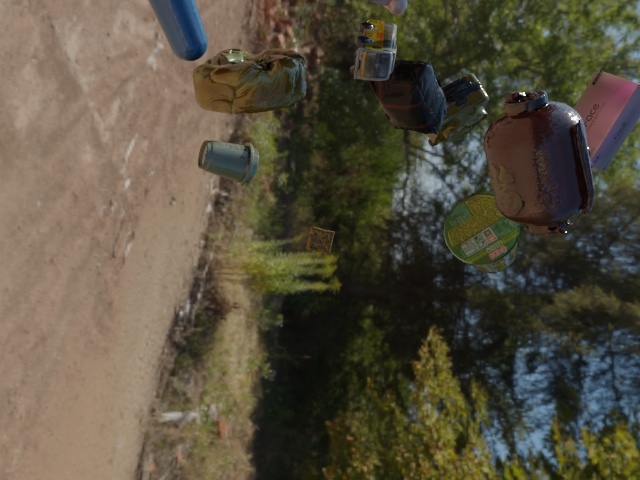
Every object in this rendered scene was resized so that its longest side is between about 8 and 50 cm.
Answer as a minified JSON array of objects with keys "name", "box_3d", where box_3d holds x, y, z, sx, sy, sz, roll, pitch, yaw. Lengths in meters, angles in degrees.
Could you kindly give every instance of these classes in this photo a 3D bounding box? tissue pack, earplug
[{"name":"tissue pack","box_3d":[0.791,-0.335,1.796,0.148,0.092,0.246,44,-69,49]},{"name":"earplug","box_3d":[-0.393,-0.626,1.748,0.132,0.132,0.273,-81,155,-60]}]

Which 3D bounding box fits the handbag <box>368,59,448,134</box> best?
[{"name":"handbag","box_3d":[0.247,-0.401,1.776,0.155,0.169,0.215,-61,141,-20]}]

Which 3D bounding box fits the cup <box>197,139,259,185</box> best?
[{"name":"cup","box_3d":[-0.246,-0.213,1.693,0.120,0.141,0.120,-30,-126,53]}]

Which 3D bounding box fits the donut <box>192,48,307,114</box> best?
[{"name":"donut","box_3d":[-0.211,-0.485,1.925,0.360,0.360,0.170,-80,166,-66]}]

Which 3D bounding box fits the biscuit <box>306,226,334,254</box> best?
[{"name":"biscuit","box_3d":[0.000,0.000,2.152,0.018,0.083,0.081,-89,-167,-85]}]

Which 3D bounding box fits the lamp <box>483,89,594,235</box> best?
[{"name":"lamp","box_3d":[0.378,-0.135,1.095,0.180,0.180,0.258,-79,154,-67]}]

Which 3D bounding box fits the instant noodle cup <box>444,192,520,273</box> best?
[{"name":"instant noodle cup","box_3d":[0.477,-0.005,1.826,0.233,0.207,0.207,33,57,-62]}]

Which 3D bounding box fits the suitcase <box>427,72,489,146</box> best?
[{"name":"suitcase","box_3d":[0.425,-0.406,2.040,0.143,0.194,0.235,61,-5,12]}]

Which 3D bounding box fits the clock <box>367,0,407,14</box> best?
[{"name":"clock","box_3d":[0.150,-0.845,1.807,0.184,0.342,0.325,60,-41,45]}]

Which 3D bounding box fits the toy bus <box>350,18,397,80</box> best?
[{"name":"toy bus","box_3d":[0.137,-0.478,1.601,0.268,0.106,0.092,-75,174,-56]}]
